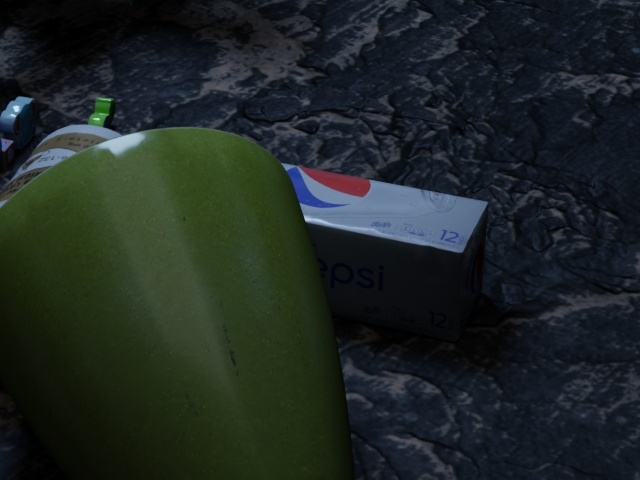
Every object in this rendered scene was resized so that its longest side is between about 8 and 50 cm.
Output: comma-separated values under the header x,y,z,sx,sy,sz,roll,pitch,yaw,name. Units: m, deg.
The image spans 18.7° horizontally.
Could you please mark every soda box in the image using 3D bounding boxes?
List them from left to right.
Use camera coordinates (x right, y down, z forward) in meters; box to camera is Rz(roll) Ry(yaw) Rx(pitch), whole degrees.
x,y,z,sx,sy,sz,roll,pitch,yaw,name
0.000,0.000,1.720,0.286,0.098,0.091,11,34,16,soda box

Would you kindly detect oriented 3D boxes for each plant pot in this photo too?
x,y,z,sx,sy,sz,roll,pitch,yaw,name
-0.092,0.115,1.424,0.274,0.275,0.293,-12,51,-19,plant pot

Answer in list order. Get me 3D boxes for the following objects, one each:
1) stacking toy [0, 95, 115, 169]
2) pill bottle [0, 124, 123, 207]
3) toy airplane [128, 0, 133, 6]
x,y,z,sx,sy,sz,roll,pitch,yaw,name
-0.314,-0.101,1.905,0.167,0.052,0.221,10,33,13,stacking toy
-0.230,0.008,1.668,0.131,0.131,0.229,9,34,12,pill bottle
-0.253,-0.395,2.088,0.386,0.384,0.272,2,76,-18,toy airplane
